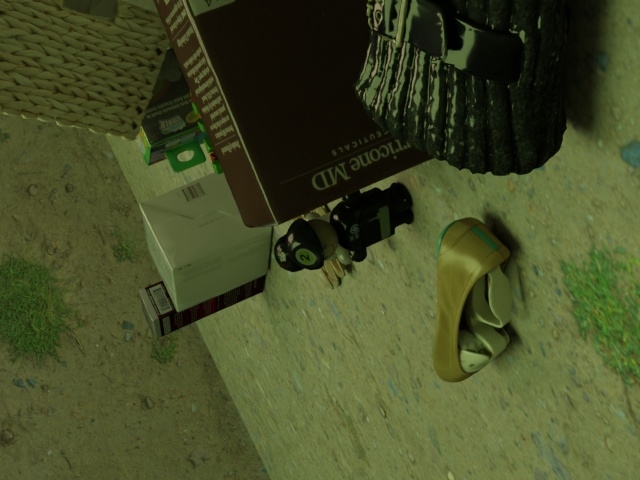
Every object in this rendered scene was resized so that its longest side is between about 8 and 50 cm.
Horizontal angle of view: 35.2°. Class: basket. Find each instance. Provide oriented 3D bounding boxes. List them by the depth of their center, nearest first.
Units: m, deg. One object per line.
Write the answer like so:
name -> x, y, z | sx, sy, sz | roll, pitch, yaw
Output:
basket -> -0.462, -0.342, 1.686 | 0.331, 0.328, 0.266 | 23, 100, 48

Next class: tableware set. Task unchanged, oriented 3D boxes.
tableware set -> 0.000, 0.000, 1.484 | 0.141, 0.020, 0.169 | 65, 165, 5

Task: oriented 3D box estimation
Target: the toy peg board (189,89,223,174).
toy peg board -> -0.171, -0.195, 1.652 | 0.161, 0.079, 0.161 | 40, 150, 58

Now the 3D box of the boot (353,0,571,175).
boot -> 0.058, -0.228, 0.735 | 0.348, 0.131, 0.260 | 54, 161, 35

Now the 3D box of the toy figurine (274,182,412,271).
toy figurine -> -0.012, -0.066, 1.182 | 0.213, 0.148, 0.209 | 65, 165, 0

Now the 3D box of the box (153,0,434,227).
box -> -0.048, -0.220, 0.990 | 0.381, 0.191, 0.143 | 68, 165, -8

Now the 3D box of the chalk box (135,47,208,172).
chalk box -> -0.286, -0.229, 1.883 | 0.213, 0.132, 0.132 | 66, 164, 4

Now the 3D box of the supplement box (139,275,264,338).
supplement box -> -0.231, 0.100, 1.988 | 0.073, 0.239, 0.130 | 63, 164, 17

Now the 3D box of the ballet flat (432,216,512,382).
ballet flat -> 0.152, 0.079, 0.997 | 0.073, 0.080, 0.232 | 35, 150, 35

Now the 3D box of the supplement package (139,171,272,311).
supplement package -> -0.208, -0.002, 1.847 | 0.149, 0.194, 0.203 | 61, 163, 20
